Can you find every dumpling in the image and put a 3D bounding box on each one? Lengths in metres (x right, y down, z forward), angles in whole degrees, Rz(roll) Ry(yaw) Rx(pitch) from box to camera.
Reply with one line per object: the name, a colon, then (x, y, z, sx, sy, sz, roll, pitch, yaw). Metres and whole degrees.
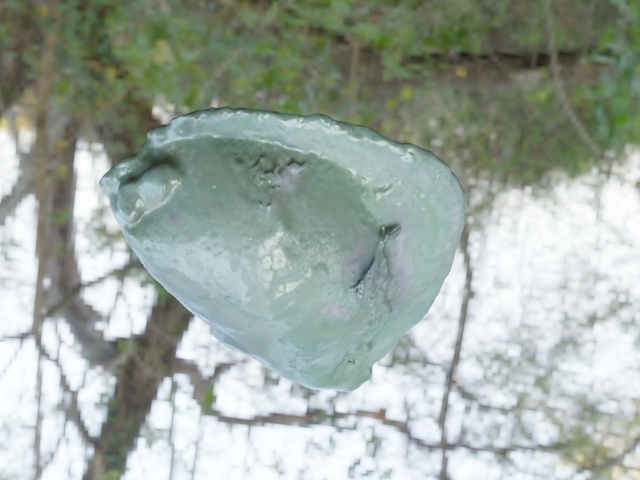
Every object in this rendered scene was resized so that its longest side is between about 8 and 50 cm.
dumpling: (-0.008, 0.009, 0.796, 0.149, 0.105, 0.216, 2, 145, 39)
